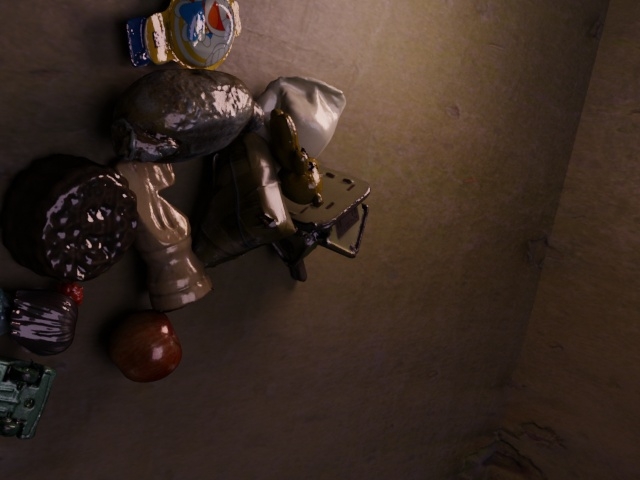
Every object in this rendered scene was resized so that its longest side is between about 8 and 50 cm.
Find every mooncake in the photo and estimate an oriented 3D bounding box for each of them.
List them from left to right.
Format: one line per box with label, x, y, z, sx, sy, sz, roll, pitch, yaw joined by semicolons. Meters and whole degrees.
mooncake;-0.425;-0.033;1.494;0.228;0.124;0.228;-22;120;-44

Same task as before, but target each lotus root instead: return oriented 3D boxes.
lotus root;-0.241;-0.239;1.595;0.349;0.175;0.175;-22;120;-48

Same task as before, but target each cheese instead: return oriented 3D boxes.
cheese;-0.249;-0.389;1.600;0.270;0.069;0.177;-27;123;-40

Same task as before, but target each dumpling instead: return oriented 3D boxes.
dumpling;-0.068;-0.245;1.843;0.179;0.131;0.252;31;102;-30

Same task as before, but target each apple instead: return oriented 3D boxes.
apple;-0.341;0.206;1.664;0.130;0.146;0.146;-24;125;-9

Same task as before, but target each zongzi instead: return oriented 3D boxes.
zongzi;-0.206;-0.077;1.758;0.125;0.274;0.251;24;47;-58

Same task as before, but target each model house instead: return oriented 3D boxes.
model house;0.000;0.000;1.929;0.205;0.218;0.279;-40;135;-32

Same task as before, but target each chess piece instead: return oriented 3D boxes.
chess piece;-0.309;-0.022;1.640;0.137;0.137;0.301;-30;111;-38

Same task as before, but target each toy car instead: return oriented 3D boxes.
toy car;-0.602;0.234;1.403;0.320;0.097;0.142;19;90;-39

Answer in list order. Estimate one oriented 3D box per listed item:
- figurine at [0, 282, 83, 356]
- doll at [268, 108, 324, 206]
figurine;-0.522;0.118;1.456;0.245;0.110;0.138;19;86;-42
doll;-0.048;-0.173;1.764;0.097;0.137;0.210;-29;123;-27
